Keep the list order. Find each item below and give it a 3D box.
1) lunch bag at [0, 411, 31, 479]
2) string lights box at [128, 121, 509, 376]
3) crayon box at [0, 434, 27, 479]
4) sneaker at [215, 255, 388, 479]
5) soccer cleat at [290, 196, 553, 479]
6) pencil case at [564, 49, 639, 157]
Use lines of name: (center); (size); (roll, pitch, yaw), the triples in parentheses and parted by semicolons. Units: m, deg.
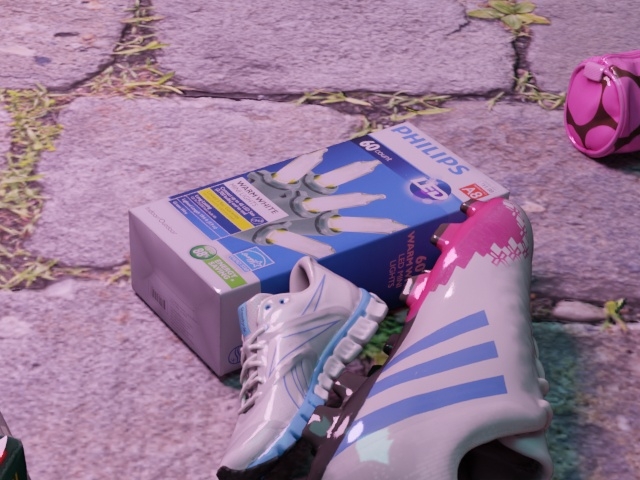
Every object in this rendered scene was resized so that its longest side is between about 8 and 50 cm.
lunch bag: (-0.307, 0.124, 0.751); (0.256, 0.212, 0.305); (31, 9, 40)
string lights box: (0.000, 0.000, 1.154); (0.260, 0.076, 0.133); (-20, 39, -29)
crayon box: (-0.188, 0.291, 0.494); (0.106, 0.313, 0.363); (6, 34, 11)
sneaker: (-0.031, 0.082, 1.000); (0.083, 0.071, 0.190); (41, 45, -7)
soccer cleat: (0.100, 0.097, 1.006); (0.143, 0.116, 0.331); (26, 42, 10)
pencil case: (0.323, -0.137, 1.363); (0.209, 0.098, 0.095); (-14, 37, -22)
